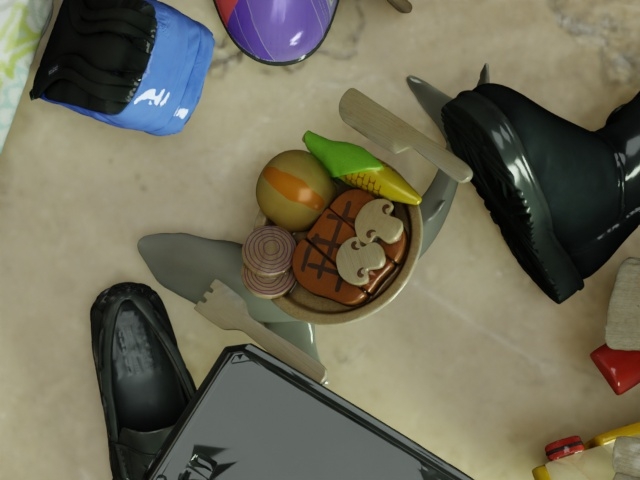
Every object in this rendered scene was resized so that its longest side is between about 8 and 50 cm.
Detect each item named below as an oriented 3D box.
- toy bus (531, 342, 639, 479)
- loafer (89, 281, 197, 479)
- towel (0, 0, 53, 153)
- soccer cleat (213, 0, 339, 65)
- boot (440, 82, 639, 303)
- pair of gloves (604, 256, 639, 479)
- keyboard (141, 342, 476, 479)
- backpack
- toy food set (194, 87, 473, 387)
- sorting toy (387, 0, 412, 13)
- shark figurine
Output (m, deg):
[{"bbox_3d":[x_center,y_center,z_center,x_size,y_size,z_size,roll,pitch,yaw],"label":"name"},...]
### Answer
[{"bbox_3d":[0.225,0.187,1.300,0.202,0.104,0.191,28,72,2],"label":"toy bus"},{"bbox_3d":[-0.119,0.139,1.273,0.076,0.078,0.223,-14,93,-6],"label":"loafer"},{"bbox_3d":[-0.375,-0.109,1.236,0.321,0.090,0.374,20,89,-10],"label":"towel"},{"bbox_3d":[-0.024,-0.285,1.255,0.109,0.116,0.318,6,91,-5],"label":"soccer cleat"},{"bbox_3d":[0.206,-0.083,1.249,0.207,0.246,0.094,-40,54,-3],"label":"boot"},{"bbox_3d":[0.292,0.109,1.207,0.204,0.042,0.240,-8,61,29],"label":"pair of gloves"},{"bbox_3d":[0.022,0.229,1.200,0.317,0.033,0.201,33,87,-4],"label":"keyboard"},{"bbox_3d":[-0.125,-0.125,1.240,0.101,0.120,0.098,14,92,-39],"label":"backpack"},{"bbox_3d":[0.004,-0.006,1.209,0.132,0.038,0.192,33,88,25],"label":"toy food set"},{"bbox_3d":[0.036,-0.271,1.231,0.038,0.193,0.208,0,90,10],"label":"sorting toy"},{"bbox_3d":[0.029,0.002,1.273,0.278,0.116,0.166,-31,96,-3],"label":"shark figurine"}]
